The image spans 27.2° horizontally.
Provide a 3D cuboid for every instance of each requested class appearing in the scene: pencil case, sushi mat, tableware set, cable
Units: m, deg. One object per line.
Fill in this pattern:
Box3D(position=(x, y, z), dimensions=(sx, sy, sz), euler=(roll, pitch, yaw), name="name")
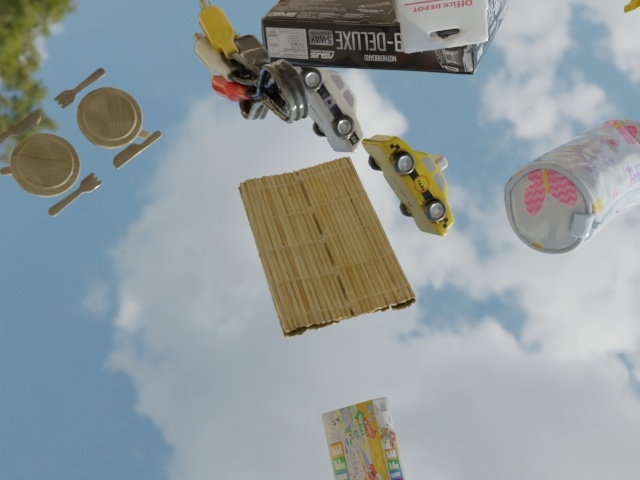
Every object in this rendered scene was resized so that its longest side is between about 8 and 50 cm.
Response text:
Box3D(position=(0.334, -0.067, 1.625), dimensions=(0.124, 0.113, 0.273), euler=(39, -146, 20), name="pencil case")
Box3D(position=(0.000, 0.000, 1.559), dimensions=(0.151, 0.019, 0.316), euler=(-12, -144, -7), name="sushi mat")
Box3D(position=(-0.313, -0.122, 1.704), dimensions=(0.194, 0.128, 0.039), euler=(-40, 174, -24), name="tableware set")
Box3D(position=(-0.079, -0.167, 1.456), dimensions=(0.072, 0.139, 0.287), euler=(-16, -151, -10), name="cable")

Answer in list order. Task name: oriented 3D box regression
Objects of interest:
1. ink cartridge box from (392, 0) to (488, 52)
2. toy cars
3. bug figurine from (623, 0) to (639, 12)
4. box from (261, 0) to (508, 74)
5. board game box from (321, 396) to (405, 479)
Box3D(position=(0.127, -0.307, 1.464), dimensions=(0.104, 0.180, 0.060), euler=(-8, -151, -1), name="ink cartridge box")
Box3D(position=(0.084, -0.170, 2.105), dimensions=(0.087, 0.176, 0.393), euler=(-40, -112, -14), name="toy cars")
Box3D(position=(0.416, -0.306, 1.248), dimensions=(0.279, 0.072, 0.216), euler=(-24, -175, -18), name="bug figurine")
Box3D(position=(0.097, -0.326, 1.904), dimensions=(0.307, 0.076, 0.242), euler=(5, -149, 18), name="box")
Box3D(position=(0.056, 0.274, 1.596), dimensions=(0.103, 0.026, 0.154), euler=(-26, -107, 50), name="board game box")
